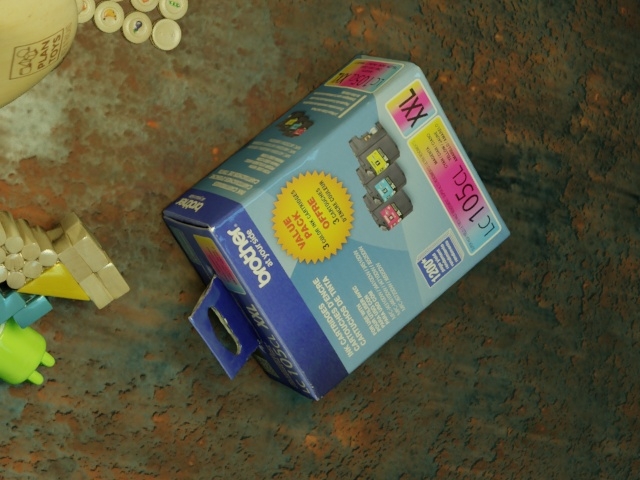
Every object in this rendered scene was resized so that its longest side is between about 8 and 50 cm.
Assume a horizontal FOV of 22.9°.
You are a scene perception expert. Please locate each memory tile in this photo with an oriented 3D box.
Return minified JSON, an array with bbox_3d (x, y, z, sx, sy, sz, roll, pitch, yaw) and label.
[{"bbox_3d":[-0.218,-0.288,1.817,0.148,0.012,0.113,15,91,-30],"label":"memory tile"}]

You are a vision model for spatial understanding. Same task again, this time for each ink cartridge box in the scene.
[{"bbox_3d":[0.000,0.000,1.909,0.395,0.151,0.270,-39,114,-16],"label":"ink cartridge box"}]

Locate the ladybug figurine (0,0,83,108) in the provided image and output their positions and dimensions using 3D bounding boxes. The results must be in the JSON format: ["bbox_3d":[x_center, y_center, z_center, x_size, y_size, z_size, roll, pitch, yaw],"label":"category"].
[{"bbox_3d":[-0.458,-0.213,1.570,0.449,0.305,0.162,-14,64,-25],"label":"ladybug figurine"}]

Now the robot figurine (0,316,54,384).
[{"bbox_3d":[-0.356,0.117,1.775,0.115,0.067,0.101,39,73,-28],"label":"robot figurine"}]

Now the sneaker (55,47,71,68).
[{"bbox_3d":[-0.335,-0.272,1.737,0.071,0.066,0.188,-35,119,-38],"label":"sneaker"}]

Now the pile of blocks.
[{"bbox_3d":[-0.395,0.016,1.722,0.362,0.112,0.149,14,105,-23],"label":"pile of blocks"}]
